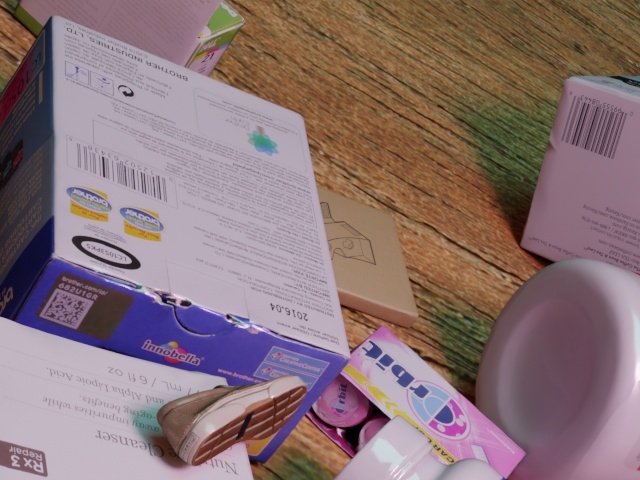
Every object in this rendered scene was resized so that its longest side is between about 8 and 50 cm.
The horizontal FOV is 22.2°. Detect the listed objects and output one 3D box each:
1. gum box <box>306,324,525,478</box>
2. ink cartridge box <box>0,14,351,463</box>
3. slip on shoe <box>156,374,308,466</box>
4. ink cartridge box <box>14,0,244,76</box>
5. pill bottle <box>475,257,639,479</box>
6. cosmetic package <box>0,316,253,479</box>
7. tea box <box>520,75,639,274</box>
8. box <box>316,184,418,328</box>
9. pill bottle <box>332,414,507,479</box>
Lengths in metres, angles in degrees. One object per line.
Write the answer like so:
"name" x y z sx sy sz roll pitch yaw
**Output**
"gum box" 0.081 0.168 1.468 0.188 0.062 0.107 42 31 8
"ink cartridge box" -0.137 0.015 1.367 0.270 0.151 0.395 20 33 -25
"slip on shoe" -0.059 0.116 1.122 0.041 0.051 0.135 38 33 22
"ink cartridge box" -0.161 -0.268 1.620 0.189 0.255 0.097 42 31 8
"pill bottle" 0.373 0.173 1.600 0.408 0.229 0.229 18 36 -30
"cosmetic package" -0.145 0.251 1.034 0.217 0.156 0.385 18 34 -33
"tea box" 0.473 -0.046 1.900 0.329 0.220 0.323 25 19 35
"box" 0.000 0.000 1.655 0.201 0.021 0.164 21 34 -26
"pill bottle" 0.123 0.270 1.287 0.272 0.152 0.152 42 31 9
